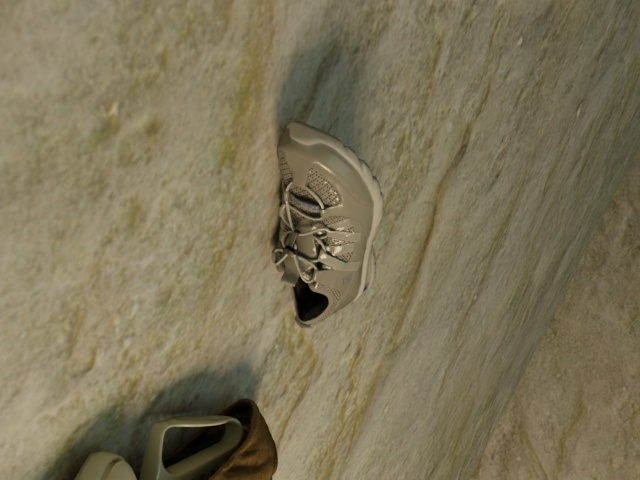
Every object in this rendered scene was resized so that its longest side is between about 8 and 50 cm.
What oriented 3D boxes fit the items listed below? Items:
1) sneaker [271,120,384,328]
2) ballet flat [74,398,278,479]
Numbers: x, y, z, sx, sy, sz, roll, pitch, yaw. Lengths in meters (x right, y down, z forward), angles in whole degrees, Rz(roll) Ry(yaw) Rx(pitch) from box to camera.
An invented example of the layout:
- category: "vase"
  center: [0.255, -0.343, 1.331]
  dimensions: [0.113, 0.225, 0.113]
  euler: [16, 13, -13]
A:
- category: "sneaker"
  center: [0.000, 0.000, 0.713]
  dimensions: [0.115, 0.105, 0.281]
  euler: [-47, 145, -27]
- category: "ballet flat"
  center: [-0.165, 0.248, 0.657]
  dimensions: [0.342, 0.116, 0.124]
  euler: [-18, 106, -51]
